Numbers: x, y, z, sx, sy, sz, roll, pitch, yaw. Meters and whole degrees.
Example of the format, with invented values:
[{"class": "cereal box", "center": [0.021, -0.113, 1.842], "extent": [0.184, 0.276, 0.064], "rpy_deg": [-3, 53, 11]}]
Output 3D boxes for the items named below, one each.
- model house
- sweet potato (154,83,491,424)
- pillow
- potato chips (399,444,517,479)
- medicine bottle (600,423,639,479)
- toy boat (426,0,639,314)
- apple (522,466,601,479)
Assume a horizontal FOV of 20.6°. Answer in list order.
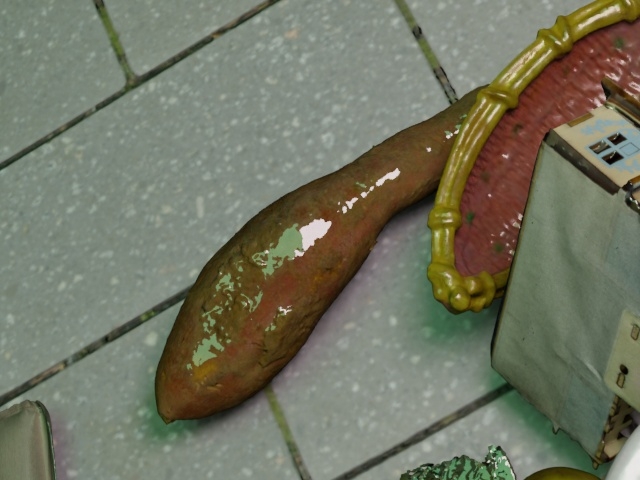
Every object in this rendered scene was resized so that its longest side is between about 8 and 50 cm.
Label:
[{"class": "model house", "center": [0.260, 0.012, 1.263], "extent": [0.206, 0.271, 0.178], "rpy_deg": [-26, 50, -31]}, {"class": "sweet potato", "center": [0.000, 0.000, 1.424], "extent": [0.385, 0.109, 0.109], "rpy_deg": [-45, 58, -1]}, {"class": "pillow", "center": [-0.260, 0.252, 1.457], "extent": [0.131, 0.038, 0.232], "rpy_deg": [-26, 61, 20]}, {"class": "potato chips", "center": [0.076, 0.245, 1.327], "extent": [0.209, 0.026, 0.142], "rpy_deg": [-43, 56, 1]}, {"class": "medicine bottle", "center": [0.279, 0.210, 1.100], "extent": [0.238, 0.232, 0.237], "rpy_deg": [-1, 73, 3]}, {"class": "toy boat", "center": [0.179, -0.073, 1.368], "extent": [0.318, 0.141, 0.099], "rpy_deg": [-55, 14, -11]}, {"class": "apple", "center": [0.176, 0.205, 1.272], "extent": [0.090, 0.074, 0.089], "rpy_deg": [-3, 53, 4]}]
